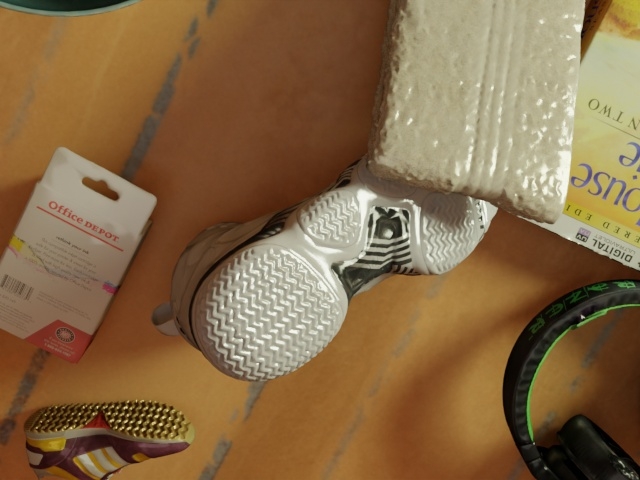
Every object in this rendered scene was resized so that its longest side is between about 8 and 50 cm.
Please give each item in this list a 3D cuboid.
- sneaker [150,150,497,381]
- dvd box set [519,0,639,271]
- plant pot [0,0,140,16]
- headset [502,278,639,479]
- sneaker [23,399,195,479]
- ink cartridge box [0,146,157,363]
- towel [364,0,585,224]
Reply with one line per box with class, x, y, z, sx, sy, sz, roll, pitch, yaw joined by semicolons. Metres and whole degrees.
sneaker;0.000;0.000;0.756;0.365;0.210;0.137;-33;105;-29
dvd box set;0.400;-0.162;0.759;0.307;0.062;0.421;24;101;-6
plant pot;-0.212;-0.331;0.625;0.290;0.195;0.290;-3;105;-12
headset;0.352;0.235;0.789;0.243;0.185;0.394;-28;101;5
sneaker;-0.228;0.227;0.840;0.185;0.069;0.084;2;112;4
ink cartridge box;-0.251;0.010;0.782;0.115;0.067;0.198;29;103;-8
towel;0.145;-0.167;0.699;0.187;0.049;0.282;14;74;-11
